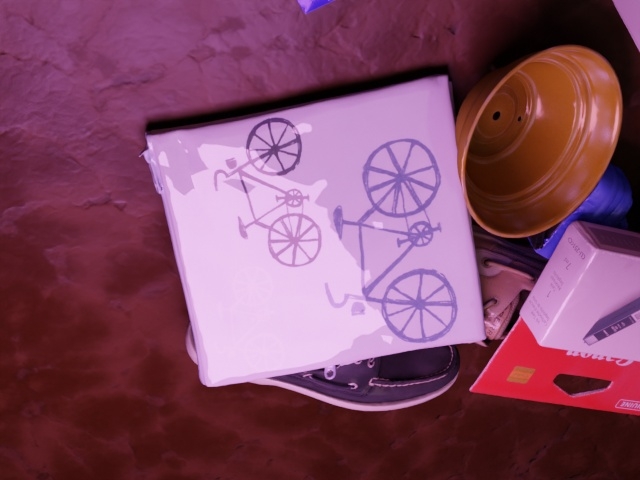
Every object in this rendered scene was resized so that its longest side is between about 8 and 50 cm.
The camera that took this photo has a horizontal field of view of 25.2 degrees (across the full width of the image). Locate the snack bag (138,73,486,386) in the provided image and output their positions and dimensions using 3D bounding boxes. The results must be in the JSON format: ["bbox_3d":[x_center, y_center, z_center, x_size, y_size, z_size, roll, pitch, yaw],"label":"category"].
[{"bbox_3d":[0.000,0.000,1.576,0.343,0.037,0.323,-12,111,-1],"label":"snack bag"}]

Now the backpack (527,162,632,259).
[{"bbox_3d":[0.300,-0.039,1.633,0.101,0.098,0.120,24,115,-27],"label":"backpack"}]

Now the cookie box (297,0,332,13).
[{"bbox_3d":[-0.001,-0.284,1.377,0.092,0.040,0.107,-24,133,11],"label":"cookie box"}]

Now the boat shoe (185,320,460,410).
[{"bbox_3d":[0.017,0.114,1.695,0.340,0.127,0.113,13,149,-11],"label":"boat shoe"}]

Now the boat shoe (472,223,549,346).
[{"bbox_3d":[0.195,0.061,1.694,0.341,0.110,0.121,6,132,-17],"label":"boat shoe"}]

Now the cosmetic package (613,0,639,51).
[{"bbox_3d":[0.414,-0.356,1.311,0.217,0.156,0.385,-5,133,-9],"label":"cosmetic package"}]

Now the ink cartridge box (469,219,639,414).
[{"bbox_3d":[0.361,0.117,1.674,0.296,0.066,0.261,10,122,-28],"label":"ink cartridge box"}]

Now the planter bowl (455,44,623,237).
[{"bbox_3d":[0.210,-0.119,1.520,0.217,0.090,0.217,-18,125,-27],"label":"planter bowl"}]
